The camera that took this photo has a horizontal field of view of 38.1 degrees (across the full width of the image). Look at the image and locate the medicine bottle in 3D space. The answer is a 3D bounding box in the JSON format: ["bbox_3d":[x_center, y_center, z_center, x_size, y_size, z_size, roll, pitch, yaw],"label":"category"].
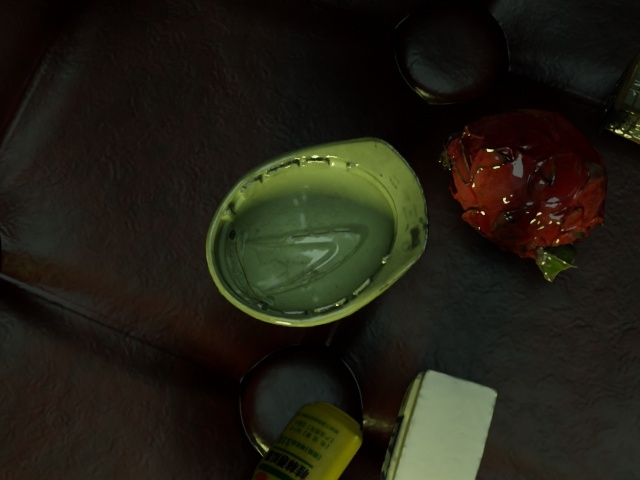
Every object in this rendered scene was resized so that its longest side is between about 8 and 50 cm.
[{"bbox_3d":[-0.053,0.298,1.038,0.095,0.064,0.260,18,60,39],"label":"medicine bottle"}]

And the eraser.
[{"bbox_3d":[0.118,0.209,0.972,0.081,0.279,0.124,18,79,6],"label":"eraser"}]

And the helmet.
[{"bbox_3d":[0.004,-0.001,1.098,0.257,0.137,0.204,-19,77,6],"label":"helmet"}]

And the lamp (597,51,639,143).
[{"bbox_3d":[0.511,-0.117,1.128,0.325,0.089,0.090,26,78,7],"label":"lamp"}]

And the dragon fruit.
[{"bbox_3d":[0.244,-0.068,1.087,0.172,0.172,0.209,-42,89,-7],"label":"dragon fruit"}]
